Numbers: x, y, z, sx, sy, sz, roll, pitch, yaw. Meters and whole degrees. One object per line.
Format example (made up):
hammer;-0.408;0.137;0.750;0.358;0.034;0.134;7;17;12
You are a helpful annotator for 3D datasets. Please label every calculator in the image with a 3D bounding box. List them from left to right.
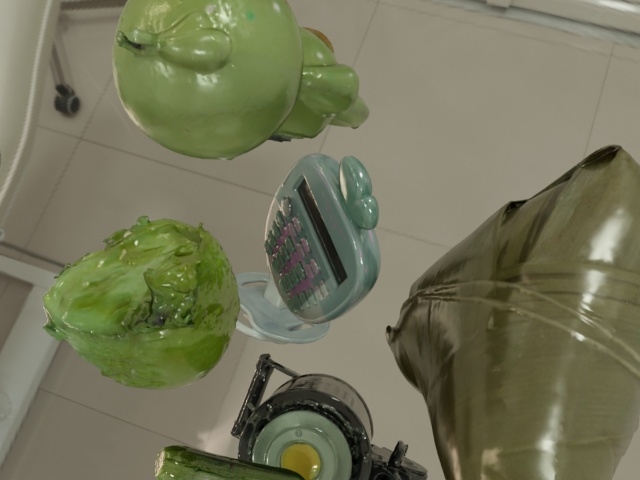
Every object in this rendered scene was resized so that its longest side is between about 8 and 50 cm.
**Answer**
calculator;0.000;0.000;0.840;0.041;0.299;0.185;-15;71;-29

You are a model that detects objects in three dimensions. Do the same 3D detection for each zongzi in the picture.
zongzi;0.126;0.158;0.650;0.181;0.447;0.418;34;59;-3

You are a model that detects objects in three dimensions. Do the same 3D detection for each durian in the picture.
durian;-0.235;0.100;0.974;0.256;0.339;0.204;1;60;8

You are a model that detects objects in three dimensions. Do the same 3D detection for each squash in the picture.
squash;-0.110;0.318;0.912;0.229;0.066;0.066;25;71;-28

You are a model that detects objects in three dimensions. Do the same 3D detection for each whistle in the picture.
whistle;-0.042;-0.137;0.529;0.141;0.294;0.141;8;107;27

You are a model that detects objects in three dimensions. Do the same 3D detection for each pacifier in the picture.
pacifier;-0.099;0.110;1.529;0.279;0.228;0.207;38;119;40

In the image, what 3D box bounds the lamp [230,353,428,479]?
lamp;-0.027;0.324;1.125;0.374;0.272;0.205;21;87;25
